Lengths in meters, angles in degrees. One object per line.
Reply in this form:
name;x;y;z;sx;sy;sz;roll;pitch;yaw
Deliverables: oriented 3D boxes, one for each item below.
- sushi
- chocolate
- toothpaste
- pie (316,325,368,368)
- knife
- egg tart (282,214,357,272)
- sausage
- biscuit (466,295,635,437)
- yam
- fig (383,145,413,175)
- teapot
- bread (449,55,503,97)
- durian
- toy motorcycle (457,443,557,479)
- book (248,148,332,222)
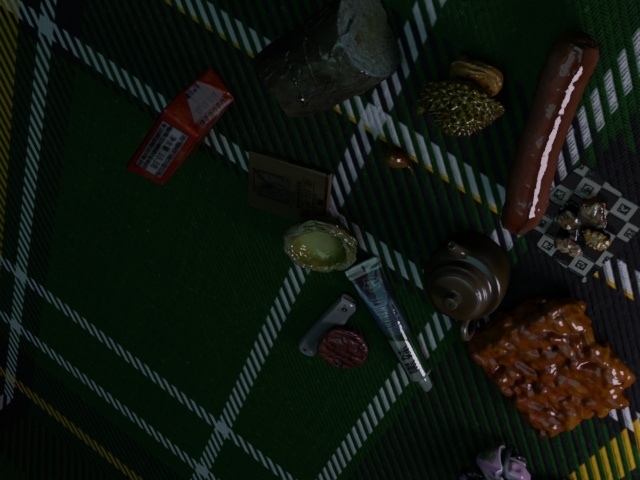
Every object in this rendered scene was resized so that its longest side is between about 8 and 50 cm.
sushi;0.533;-0.025;1.390;0.193;0.040;0.210;39;130;6
chocolate;-0.339;-0.273;1.656;0.108;0.234;0.237;41;131;-10
toothpaste;0.192;0.223;1.732;0.099;0.061;0.392;-26;102;14
pie;0.061;0.292;1.850;0.154;0.038;0.153;7;129;9
knife;0.020;0.237;1.864;0.073;0.040;0.265;33;130;-4
egg tart;0.000;0.000;1.676;0.197;0.078;0.197;6;141;5
sausage;0.435;-0.194;1.316;0.094;0.094;0.418;-122;31;-49
biscuit;0.520;0.282;1.538;0.312;0.110;0.318;50;130;-1
yam;0.001;-0.378;1.415;0.271;0.201;0.202;-16;107;44
fig;0.179;-0.176;1.518;0.083;0.050;0.050;40;133;-18
teapot;0.318;0.108;1.516;0.186;0.175;0.267;3;119;33
bread;0.306;-0.323;1.332;0.111;0.044;0.083;26;167;16
durian;0.254;-0.262;1.358;0.146;0.102;0.208;30;172;-33
toy motorcycle;0.519;0.624;1.723;0.327;0.143;0.188;14;124;15
book;-0.081;-0.128;1.714;0.231;0.026;0.161;19;125;21
